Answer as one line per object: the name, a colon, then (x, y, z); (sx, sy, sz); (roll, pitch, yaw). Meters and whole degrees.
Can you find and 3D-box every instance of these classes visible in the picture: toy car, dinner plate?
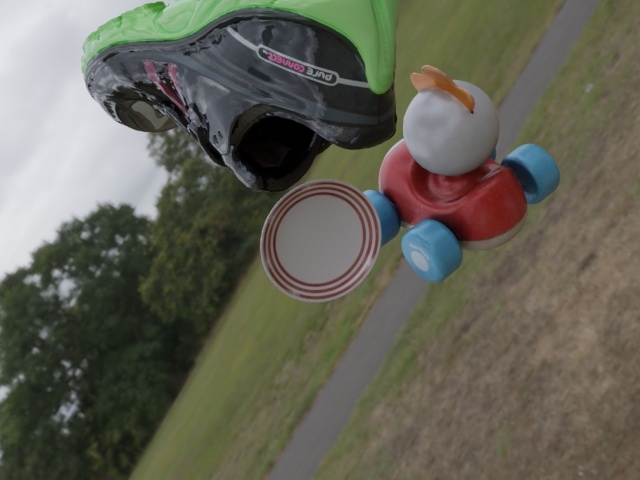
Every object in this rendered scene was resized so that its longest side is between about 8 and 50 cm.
toy car: (0.147, -0.118, 1.115); (0.219, 0.210, 0.238); (-35, -49, -22)
dinner plate: (0.000, 0.000, 1.016); (0.141, 0.141, 0.017); (-59, 26, 5)

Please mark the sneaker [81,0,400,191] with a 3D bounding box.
sneaker: (-0.098, -0.142, 0.911); (0.185, 0.202, 0.482); (-17, 10, -30)
